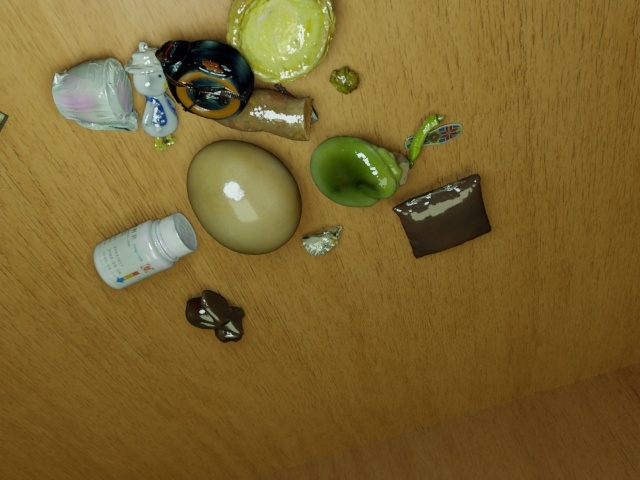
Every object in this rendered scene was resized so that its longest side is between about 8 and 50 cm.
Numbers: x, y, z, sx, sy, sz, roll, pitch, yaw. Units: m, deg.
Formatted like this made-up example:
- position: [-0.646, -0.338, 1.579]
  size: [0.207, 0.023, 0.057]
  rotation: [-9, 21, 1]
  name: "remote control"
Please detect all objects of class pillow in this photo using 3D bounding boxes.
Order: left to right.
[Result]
- position: [0.436, -0.070, 1.916]
  size: [0.308, 0.108, 0.305]
  rotation: [-21, 136, 9]
  name: "pillow"

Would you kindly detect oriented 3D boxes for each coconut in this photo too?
- position: [0.231, -0.215, 1.741]
  size: [0.110, 0.110, 0.124]
  rotation: [-10, 128, -4]
  name: "coconut"

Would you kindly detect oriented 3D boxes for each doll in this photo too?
- position: [-0.437, -0.380, 1.443]
  size: [0.119, 0.138, 0.293]
  rotation: [14, 131, 19]
  name: "doll"

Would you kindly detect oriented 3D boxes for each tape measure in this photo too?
- position: [-0.279, -0.398, 1.366]
  size: [0.223, 0.135, 0.202]
  rotation: [6, 151, 8]
  name: "tape measure"

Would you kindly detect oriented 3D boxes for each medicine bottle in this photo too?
- position: [-0.555, 0.030, 1.737]
  size: [0.293, 0.170, 0.170]
  rotation: [-23, 131, 9]
  name: "medicine bottle"

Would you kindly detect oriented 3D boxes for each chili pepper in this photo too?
- position: [0.313, -0.317, 1.714]
  size: [0.049, 0.043, 0.208]
  rotation: [-6, 140, -40]
  name: "chili pepper"

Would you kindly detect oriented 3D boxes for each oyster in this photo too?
- position: [0.000, 0.000, 1.918]
  size: [0.122, 0.045, 0.146]
  rotation: [8, 135, -23]
  name: "oyster"

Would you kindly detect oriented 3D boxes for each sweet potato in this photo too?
- position: [-0.187, -0.362, 1.506]
  size: [0.337, 0.131, 0.131]
  rotation: [10, 129, -2]
  name: "sweet potato"

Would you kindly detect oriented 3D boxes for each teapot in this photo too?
- position: [-0.586, -0.378, 1.420]
  size: [0.178, 0.221, 0.163]
  rotation: [-4, 92, 3]
  name: "teapot"

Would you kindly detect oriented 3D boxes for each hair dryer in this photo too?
- position: [-0.085, -0.390, 1.573]
  size: [0.106, 0.054, 0.154]
  rotation: [-24, 121, 15]
  name: "hair dryer"

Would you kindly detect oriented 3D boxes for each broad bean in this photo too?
- position: [0.105, -0.204, 1.665]
  size: [0.291, 0.119, 0.238]
  rotation: [15, 132, 16]
  name: "broad bean"

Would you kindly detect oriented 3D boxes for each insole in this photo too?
- position: [0.361, -0.331, 1.740]
  size: [0.193, 0.006, 0.065]
  rotation: [-15, 131, 0]
  name: "insole"

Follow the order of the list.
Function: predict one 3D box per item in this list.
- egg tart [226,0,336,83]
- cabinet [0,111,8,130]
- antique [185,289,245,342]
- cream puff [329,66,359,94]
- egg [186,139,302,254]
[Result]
- position: [-0.103, -0.549, 1.375]
  size: [0.294, 0.123, 0.294]
  rotation: [-8, 134, -8]
  name: "egg tart"
- position: [-0.962, -0.260, 1.412]
  size: [0.175, 0.148, 0.215]
  rotation: [32, 118, -33]
  name: "cabinet"
- position: [-0.390, 0.297, 2.040]
  size: [0.143, 0.121, 0.257]
  rotation: [-32, 129, 24]
  name: "antique"
- position: [0.069, -0.449, 1.538]
  size: [0.083, 0.058, 0.083]
  rotation: [-16, 133, 4]
  name: "cream puff"
- position: [-0.220, -0.128, 1.591]
  size: [0.301, 0.301, 0.374]
  rotation: [-27, 124, 11]
  name: "egg"
